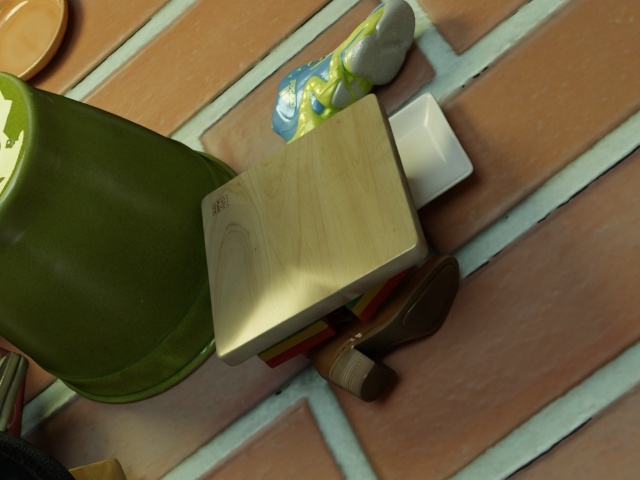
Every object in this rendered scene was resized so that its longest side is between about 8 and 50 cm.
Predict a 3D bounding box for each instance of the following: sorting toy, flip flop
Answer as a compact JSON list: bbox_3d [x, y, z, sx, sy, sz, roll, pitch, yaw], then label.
[{"bbox_3d":[0.000,0.000,1.292,0.255,0.089,0.257,-31,42,18],"label":"sorting toy"},{"bbox_3d":[-0.412,0.272,1.410,0.112,0.080,0.277,-21,43,45],"label":"flip flop"}]

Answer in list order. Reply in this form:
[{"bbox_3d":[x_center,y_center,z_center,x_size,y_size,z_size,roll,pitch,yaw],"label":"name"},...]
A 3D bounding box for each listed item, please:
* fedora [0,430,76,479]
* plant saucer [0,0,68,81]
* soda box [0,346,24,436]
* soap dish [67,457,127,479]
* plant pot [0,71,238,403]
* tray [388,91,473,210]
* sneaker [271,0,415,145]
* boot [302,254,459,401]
[{"bbox_3d":[-0.384,0.369,1.206,0.152,0.334,0.334,-51,42,46],"label":"fedora"},{"bbox_3d":[-0.484,-0.333,1.858,0.199,0.037,0.200,-13,61,26],"label":"plant saucer"},{"bbox_3d":[-0.462,0.271,1.515,0.083,0.092,0.263,-17,59,25],"label":"soda box"},{"bbox_3d":[-0.324,0.424,1.339,0.291,0.118,0.229,-39,53,9],"label":"soap dish"},{"bbox_3d":[-0.326,-0.022,1.405,0.366,0.353,0.367,-14,61,27],"label":"plant pot"},{"bbox_3d":[0.052,-0.053,1.382,0.270,0.030,0.145,-34,51,14],"label":"tray"},{"bbox_3d":[0.015,-0.217,1.450,0.126,0.091,0.240,34,89,39],"label":"sneaker"},{"bbox_3d":[0.054,0.071,1.302,0.197,0.073,0.152,-51,45,-5],"label":"boot"}]
